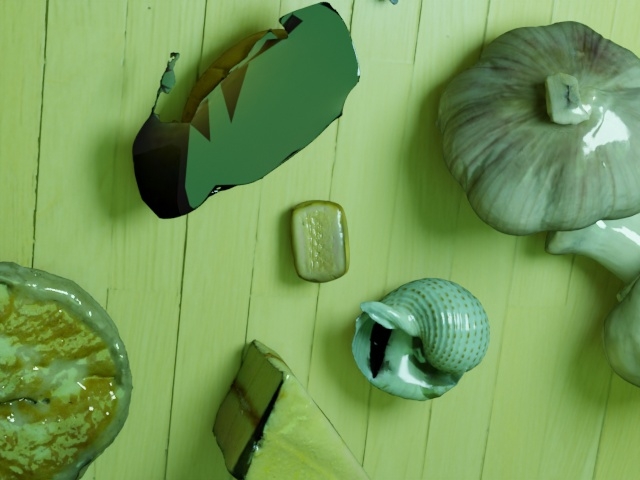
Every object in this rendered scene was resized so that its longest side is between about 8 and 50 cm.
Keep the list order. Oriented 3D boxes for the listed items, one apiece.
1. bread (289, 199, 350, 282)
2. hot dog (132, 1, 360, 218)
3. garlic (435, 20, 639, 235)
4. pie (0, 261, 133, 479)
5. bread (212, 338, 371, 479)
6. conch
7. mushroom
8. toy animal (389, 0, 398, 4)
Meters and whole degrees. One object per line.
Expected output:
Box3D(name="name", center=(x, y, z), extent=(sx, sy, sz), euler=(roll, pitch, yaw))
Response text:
Box3D(name="bread", center=(0.000, 0.000, 1.706), extent=(0.082, 0.056, 0.115), euler=(-9, 96, 4))
Box3D(name="hot dog", center=(-0.104, -0.177, 1.604), extent=(0.326, 0.107, 0.194), euler=(-24, 101, 1))
Box3D(name="garlic", center=(0.313, -0.152, 1.653), extent=(0.321, 0.322, 0.241), euler=(-5, 134, -16))
Box3D(name="pie", center=(-0.410, 0.188, 1.625), extent=(0.339, 0.077, 0.339), euler=(-3, 102, -15))
Box3D(name="bread", center=(-0.001, 0.263, 1.727), extent=(0.264, 0.167, 0.163), euler=(21, 98, -25))
Box3D(name="conch", center=(0.140, 0.124, 1.748), extent=(0.200, 0.131, 0.172), euler=(29, 124, -7))
Box3D(name="mushroom", center=(0.512, 0.074, 1.757), extent=(0.356, 0.315, 0.315), euler=(12, 101, -30))
Box3D(name="toy animal", center=(0.136, -0.444, 1.616), extent=(0.239, 0.176, 0.255), euler=(-44, 147, 2))
